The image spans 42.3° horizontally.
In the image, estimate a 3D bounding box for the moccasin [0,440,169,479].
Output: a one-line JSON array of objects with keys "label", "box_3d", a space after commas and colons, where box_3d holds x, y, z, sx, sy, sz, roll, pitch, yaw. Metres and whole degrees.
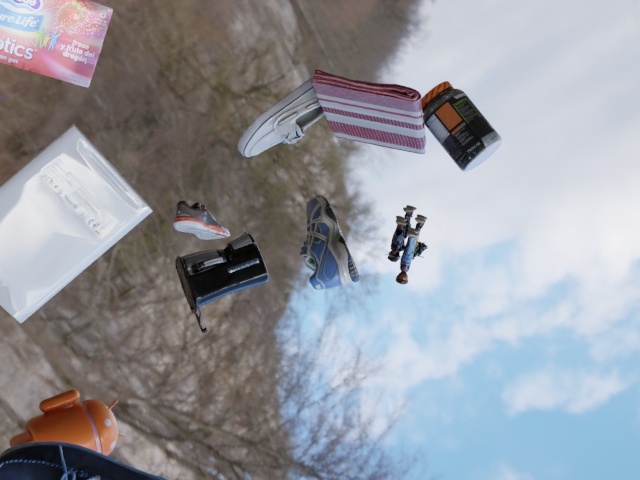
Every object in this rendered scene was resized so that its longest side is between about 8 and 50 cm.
[{"label": "moccasin", "box_3d": [-0.392, 0.431, 1.407, 0.342, 0.138, 0.117, 13, -161, -7]}]

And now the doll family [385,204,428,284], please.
[{"label": "doll family", "box_3d": [0.168, 0.011, 1.630, 0.076, 0.111, 0.193, 22, -156, 14]}]

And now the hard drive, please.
[{"label": "hard drive", "box_3d": [-0.480, -0.028, 1.452, 0.307, 0.203, 0.040, -41, -159, -1]}]

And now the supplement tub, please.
[{"label": "supplement tub", "box_3d": [0.312, -0.260, 1.873, 0.117, 0.190, 0.117, -34, 168, -8]}]

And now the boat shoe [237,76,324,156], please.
[{"label": "boat shoe", "box_3d": [-0.072, -0.273, 1.939, 0.267, 0.088, 0.096, -37, 162, 0]}]

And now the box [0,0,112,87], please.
[{"label": "box", "box_3d": [-0.512, -0.372, 1.337, 0.154, 0.300, 0.142, 44, -64, 54]}]

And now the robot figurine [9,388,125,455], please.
[{"label": "robot figurine", "box_3d": [-0.507, 0.396, 1.671, 0.219, 0.158, 0.128, -16, 153, -28]}]

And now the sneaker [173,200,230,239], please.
[{"label": "sneaker", "box_3d": [-0.229, -0.042, 1.631, 0.061, 0.065, 0.158, -10, 164, 23]}]

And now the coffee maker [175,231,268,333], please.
[{"label": "coffee maker", "box_3d": [-0.212, 0.088, 1.830, 0.178, 0.171, 0.120, -18, -162, -19]}]

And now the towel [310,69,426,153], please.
[{"label": "towel", "box_3d": [0.119, -0.282, 1.854, 0.237, 0.329, 0.037, 14, -101, 13]}]

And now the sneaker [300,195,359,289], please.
[{"label": "sneaker", "box_3d": [0.000, 0.000, 1.422, 0.081, 0.080, 0.211, -23, -139, 3]}]
